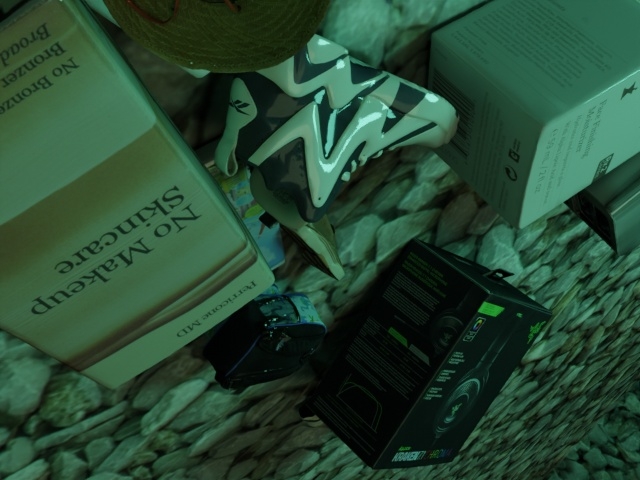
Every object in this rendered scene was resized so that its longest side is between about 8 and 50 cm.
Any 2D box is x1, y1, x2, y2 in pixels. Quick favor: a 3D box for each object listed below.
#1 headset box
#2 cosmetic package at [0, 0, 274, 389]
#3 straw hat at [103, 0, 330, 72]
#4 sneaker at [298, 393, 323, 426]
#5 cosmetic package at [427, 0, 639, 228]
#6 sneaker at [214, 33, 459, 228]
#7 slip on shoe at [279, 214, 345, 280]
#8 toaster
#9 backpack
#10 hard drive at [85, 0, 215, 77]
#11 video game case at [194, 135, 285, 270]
[{"bbox_3d":[0.159,0.149,1.064,0.246,0.131,0.283,20,105,-55],"label":"headset box"},{"bbox_3d":[-0.155,-0.038,0.462,0.153,0.129,0.296,-35,151,-1],"label":"cosmetic package"},{"bbox_3d":[-0.054,-0.167,0.443,0.061,0.144,0.145,-65,176,-50],"label":"straw hat"},{"bbox_3d":[0.014,0.222,1.120,0.109,0.040,0.043,-44,147,6],"label":"sneaker"},{"bbox_3d":[0.218,-0.142,0.770,0.183,0.151,0.151,-31,149,-16],"label":"cosmetic package"},{"bbox_3d":[0.009,-0.075,0.654,0.235,0.094,0.153,11,109,-52],"label":"sneaker"},{"bbox_3d":[0.000,0.000,0.821,0.041,0.051,0.135,-55,147,-11],"label":"slip on shoe"},{"bbox_3d":[0.343,-0.089,0.957,0.110,0.168,0.185,-41,150,3],"label":"toaster"},{"bbox_3d":[-0.057,0.096,0.837,0.114,0.084,0.105,3,134,-47],"label":"backpack"},{"bbox_3d":[-0.101,-0.232,0.419,0.203,0.040,0.307,-47,149,11],"label":"hard drive"},{"bbox_3d":[-0.133,0.012,0.710,0.212,0.023,0.193,-31,148,-16],"label":"video game case"}]
